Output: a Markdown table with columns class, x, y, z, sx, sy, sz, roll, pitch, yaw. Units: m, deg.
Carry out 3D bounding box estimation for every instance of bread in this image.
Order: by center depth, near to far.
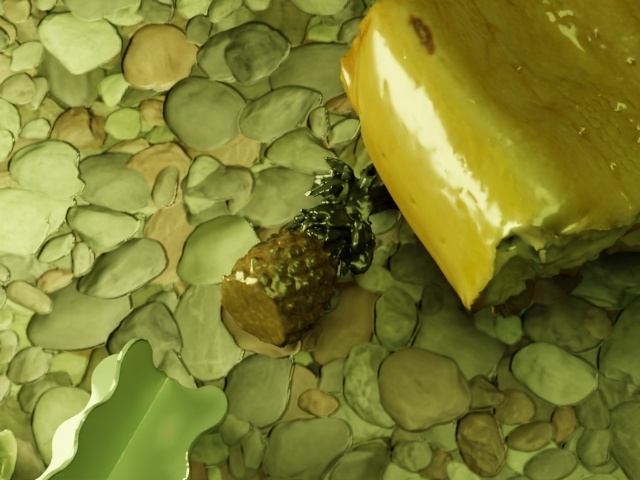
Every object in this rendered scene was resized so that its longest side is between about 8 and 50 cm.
| class | x | y | z | sx | sy | sz | roll | pitch | yaw |
| --- | --- | --- | --- | --- | --- | --- | --- | --- | --- |
| bread | 0.214 | -0.122 | 1.557 | 0.361 | 0.250 | 0.394 | -19 | 62 | -28 |

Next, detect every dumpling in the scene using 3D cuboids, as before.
| class | x | y | z | sx | sy | sz | roll | pitch | yaw |
| --- | --- | --- | --- | --- | --- | --- | --- | --- | --- |
| dumpling | -0.337 | 0.226 | 1.498 | 0.077 | 0.043 | 0.059 | -28 | 83 | -30 |

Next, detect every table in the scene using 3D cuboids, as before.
| class | x | y | z | sx | sy | sz | roll | pitch | yaw |
| --- | --- | --- | --- | --- | --- | --- | --- | --- | --- |
| table | -0.191 | 0.207 | 1.440 | 0.167 | 0.166 | 0.198 | 25 | 67 | 12 |

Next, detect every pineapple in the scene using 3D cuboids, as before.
| class | x | y | z | sx | sy | sz | roll | pitch | yaw |
| --- | --- | --- | --- | --- | --- | --- | --- | --- | --- |
| pineapple | 0.000 | 0.000 | 1.578 | 0.119 | 0.111 | 0.237 | 51 | 61 | -12 |
